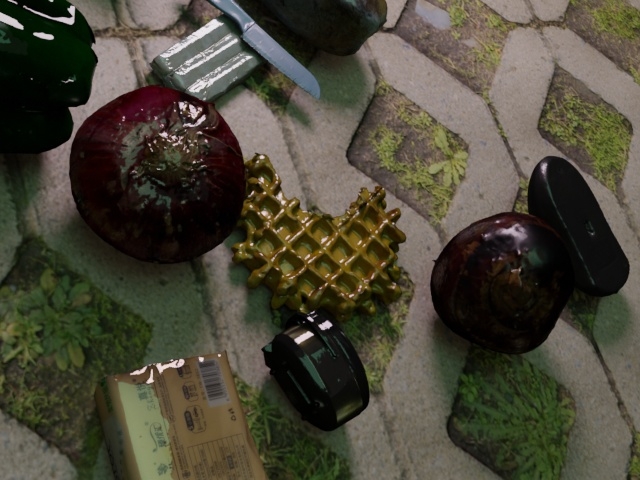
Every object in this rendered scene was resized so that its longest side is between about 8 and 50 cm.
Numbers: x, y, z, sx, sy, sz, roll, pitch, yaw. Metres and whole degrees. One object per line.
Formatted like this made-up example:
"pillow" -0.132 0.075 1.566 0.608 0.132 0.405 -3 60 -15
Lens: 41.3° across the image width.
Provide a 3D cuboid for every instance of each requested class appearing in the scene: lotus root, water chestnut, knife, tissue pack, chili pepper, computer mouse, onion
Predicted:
"lotus root" -0.034 -0.448 1.458 0.322 0.140 0.158 36 91 1
"water chestnut" 0.283 0.064 1.340 0.224 0.238 0.223 -6 108 -19
"knife" -0.112 -0.344 1.407 0.313 0.019 0.044 41 62 -1
"tissue pack" -0.172 0.263 1.069 0.186 0.090 0.222 -10 71 -32
"chili pepper" -0.437 -0.242 1.123 0.257 0.233 0.248 12 64 -27
"computer mouse" 0.441 -0.018 1.510 0.138 0.086 0.269 -26 87 -39
"onion" -0.219 -0.085 1.168 0.246 0.190 0.246 2 81 -14

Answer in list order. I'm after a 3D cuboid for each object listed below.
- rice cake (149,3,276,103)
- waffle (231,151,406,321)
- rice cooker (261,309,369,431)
"rice cake" -0.174 -0.297 1.386 0.124 0.038 0.211 48 54 4
"waffle" 0.000 0.000 1.301 0.293 0.069 0.259 10 60 -20
"rice cooker" -0.004 0.181 1.178 0.106 0.112 0.165 -36 83 -29
